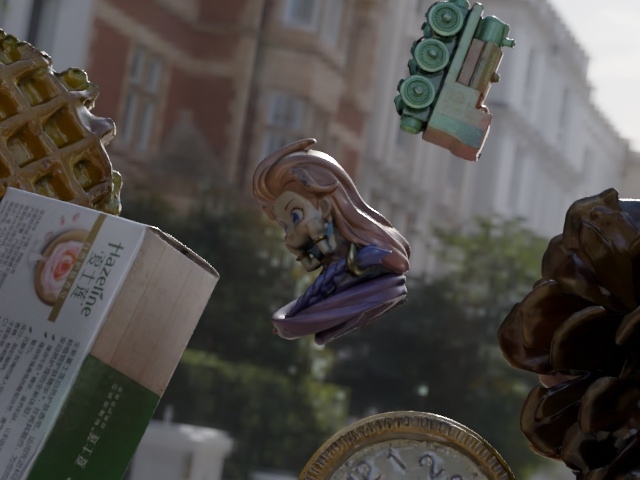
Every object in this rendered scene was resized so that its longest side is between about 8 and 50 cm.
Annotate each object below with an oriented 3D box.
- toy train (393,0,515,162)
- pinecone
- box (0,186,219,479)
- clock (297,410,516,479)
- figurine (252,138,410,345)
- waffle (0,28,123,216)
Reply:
[{"bbox_3d":[0.153,-0.186,2.092,0.118,0.176,0.074,22,-16,1],"label":"toy train"},{"bbox_3d":[0.347,0.141,1.708,0.384,0.384,0.384,9,-7,1],"label":"pinecone"},{"bbox_3d":[-0.167,0.078,1.137,0.135,0.199,0.081,15,-13,41],"label":"box"},{"bbox_3d":[0.106,0.315,1.768,0.317,0.244,0.200,49,-12,6],"label":"clock"},{"bbox_3d":[0.010,0.002,1.409,0.114,0.157,0.126,-4,-21,-18],"label":"figurine"},{"bbox_3d":[-0.334,-0.080,1.828,0.325,0.302,0.068,20,-32,-26],"label":"waffle"}]
